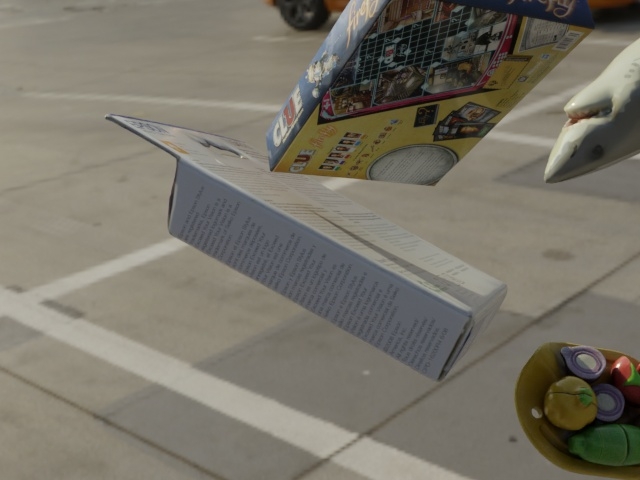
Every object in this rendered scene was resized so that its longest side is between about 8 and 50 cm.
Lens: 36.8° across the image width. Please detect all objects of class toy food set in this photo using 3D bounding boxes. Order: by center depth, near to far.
[{"bbox_3d":[0.290,0.150,0.888,0.218,0.128,0.071,10,-30,-19],"label":"toy food set"}]

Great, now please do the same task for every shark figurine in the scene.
[{"bbox_3d":[0.259,-0.112,0.497,0.166,0.116,0.278,-46,6,-39],"label":"shark figurine"}]

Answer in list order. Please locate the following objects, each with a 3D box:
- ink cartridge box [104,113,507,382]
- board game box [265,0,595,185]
[{"bbox_3d":[0.000,0.000,0.871,0.330,0.071,0.324,28,9,14],"label":"ink cartridge box"},{"bbox_3d":[0.074,-0.123,0.763,0.165,0.042,0.243,4,-27,-24],"label":"board game box"}]
